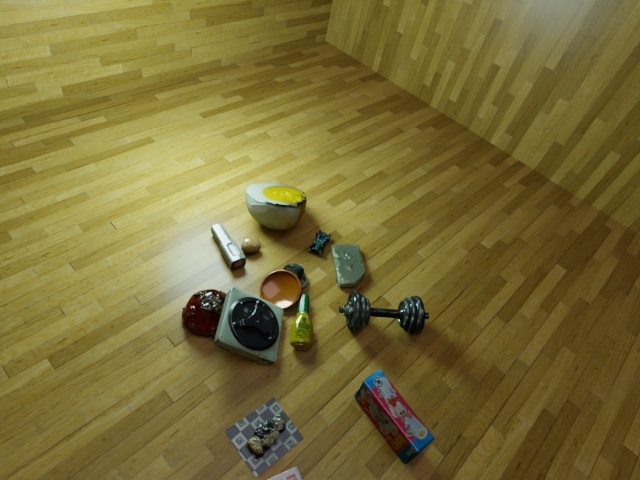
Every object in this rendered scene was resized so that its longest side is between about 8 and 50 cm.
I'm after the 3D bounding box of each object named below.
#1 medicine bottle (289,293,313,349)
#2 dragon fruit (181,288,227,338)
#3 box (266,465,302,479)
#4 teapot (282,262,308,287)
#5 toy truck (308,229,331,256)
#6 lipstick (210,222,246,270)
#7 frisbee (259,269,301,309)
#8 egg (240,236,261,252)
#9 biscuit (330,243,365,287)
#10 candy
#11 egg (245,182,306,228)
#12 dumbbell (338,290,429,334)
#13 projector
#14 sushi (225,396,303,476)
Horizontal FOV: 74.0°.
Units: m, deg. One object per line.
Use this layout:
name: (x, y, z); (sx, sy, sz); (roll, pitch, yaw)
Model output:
medicine bottle: (-0.077, 0.345, 1.837); (0.095, 0.064, 0.260); (10, 48, -8)
dragon fruit: (-0.455, 0.275, 1.751); (0.219, 0.148, 0.223); (-26, 60, -32)
box: (-0.157, 0.846, 1.380); (0.230, 0.050, 0.122); (-14, 52, -24)
teapot: (-0.114, 0.161, 1.996); (0.092, 0.124, 0.091); (-9, 9, 35)
toy truck: (-0.001, 0.001, 2.155); (0.080, 0.077, 0.154); (23, 47, 5)
lipstick: (-0.443, 0.025, 2.026); (0.079, 0.077, 0.252); (-19, 55, -27)
frisbee: (-0.179, 0.225, 1.920); (0.192, 0.035, 0.191); (-2, 65, 5)
egg: (-0.337, 0.024, 2.052); (0.097, 0.080, 0.080); (15, 47, -5)
biscuit: (0.140, 0.121, 2.099); (0.151, 0.052, 0.252); (2, 49, -12)
candy: (0.268, 0.653, 1.583); (0.100, 0.157, 0.305); (-23, 57, -30)
egg: (-0.233, -0.160, 2.159); (0.338, 0.200, 0.337); (10, 21, -4)
dumbbell: (0.281, 0.319, 1.872); (0.407, 0.179, 0.179); (5, 48, -8)
projector: (-0.277, 0.342, 1.723); (0.257, 0.079, 0.258); (29, 42, -24)
sushi: (-0.196, 0.684, 1.515); (0.215, 0.050, 0.192); (-27, 60, -32)
